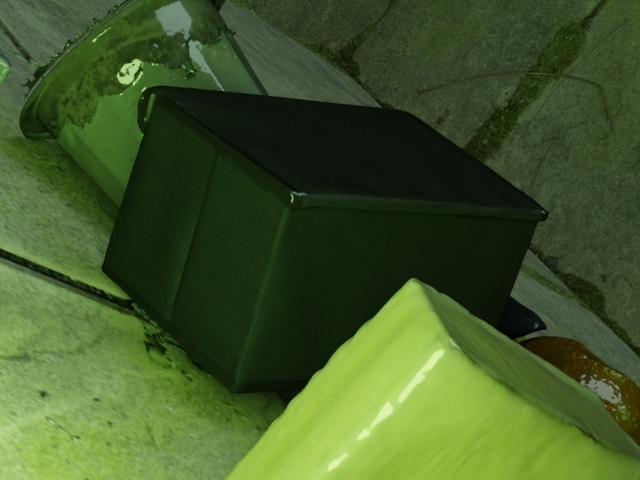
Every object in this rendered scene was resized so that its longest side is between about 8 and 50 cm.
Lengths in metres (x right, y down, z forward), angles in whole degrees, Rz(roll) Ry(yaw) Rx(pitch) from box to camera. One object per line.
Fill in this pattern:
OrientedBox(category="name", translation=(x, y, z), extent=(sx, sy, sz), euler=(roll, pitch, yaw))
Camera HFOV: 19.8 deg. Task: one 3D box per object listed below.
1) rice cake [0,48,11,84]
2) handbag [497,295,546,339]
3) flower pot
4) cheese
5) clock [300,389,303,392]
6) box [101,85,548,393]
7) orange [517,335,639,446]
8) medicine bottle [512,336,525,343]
OrientedBox(category="rice cake", translation=(-0.447, -0.253, 2.081), extent=(0.222, 0.042, 0.080), euler=(35, 7, -15))
OrientedBox(category="handbag", translation=(0.117, 0.085, 2.240), extent=(0.254, 0.211, 0.088), euler=(33, 47, -36))
OrientedBox(category="flower pot", translation=(-0.148, -0.119, 1.992), extent=(0.259, 0.290, 0.290), euler=(52, 12, 9))
OrientedBox(category="cheese", translation=(0.072, 0.192, 1.366), extent=(0.242, 0.265, 0.124), euler=(33, 15, -31))
OrientedBox(category="clock", translation=(0.148, 0.238, 1.880), extent=(0.379, 0.120, 0.276), euler=(30, 11, -17))
OrientedBox(category="box", translation=(0.000, -0.001, 1.787), extent=(0.345, 0.204, 0.251), euler=(3, 25, -41))
OrientedBox(category="orange", translation=(0.281, 0.214, 2.237), extent=(0.158, 0.179, 0.237), euler=(14, 14, -30))
OrientedBox(category="medicine bottle", translation=(0.215, 0.138, 2.490), extent=(0.122, 0.122, 0.212), euler=(38, 10, -7))
